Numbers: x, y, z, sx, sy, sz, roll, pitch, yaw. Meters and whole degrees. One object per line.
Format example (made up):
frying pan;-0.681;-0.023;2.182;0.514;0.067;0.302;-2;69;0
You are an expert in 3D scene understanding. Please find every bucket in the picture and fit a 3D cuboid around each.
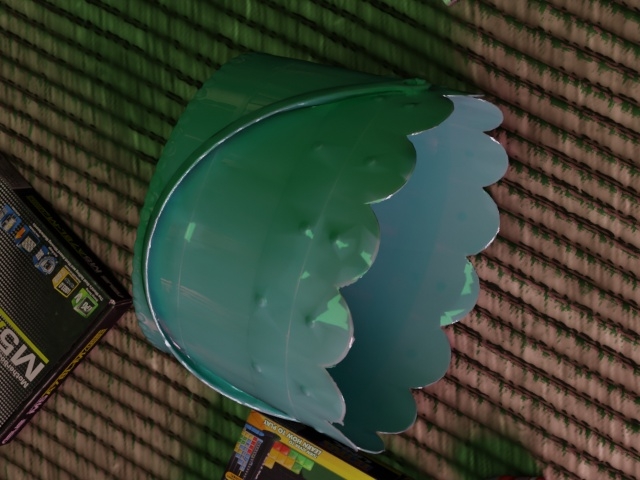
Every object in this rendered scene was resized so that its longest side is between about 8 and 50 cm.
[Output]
bucket;0.000;0.000;1.313;0.183;0.281;0.281;19;101;21

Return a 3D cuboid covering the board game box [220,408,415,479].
board game box;-0.004;0.231;1.444;0.170;0.048;0.141;27;103;17

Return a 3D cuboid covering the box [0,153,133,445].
box;-0.283;0.049;1.537;0.190;0.045;0.184;47;106;12

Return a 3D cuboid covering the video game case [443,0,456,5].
video game case;0.120;-0.251;1.373;0.122;0.011;0.087;-38;81;20

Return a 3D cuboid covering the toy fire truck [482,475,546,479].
toy fire truck;0.117;0.279;1.402;0.135;0.047;0.192;-3;93;22
